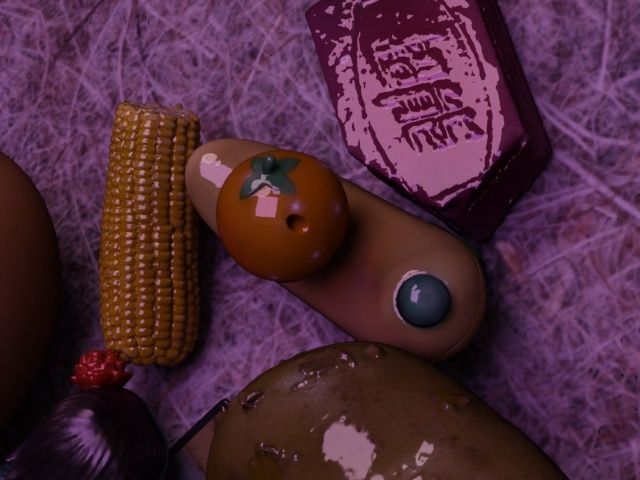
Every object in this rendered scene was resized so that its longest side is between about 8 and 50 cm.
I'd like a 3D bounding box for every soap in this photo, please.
[{"bbox_3d":[0.102,-0.120,1.443,0.162,0.099,0.250,-24,64,12],"label":"soap"}]

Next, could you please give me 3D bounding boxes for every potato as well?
[{"bbox_3d":[0.063,0.207,1.218,0.219,0.270,0.359,-44,26,-18],"label":"potato"}]

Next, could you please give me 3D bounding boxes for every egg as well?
[{"bbox_3d":[-0.404,0.072,1.527,0.301,0.301,0.374,25,82,32],"label":"egg"}]

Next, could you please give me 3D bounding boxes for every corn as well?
[{"bbox_3d":[-0.156,-0.006,1.508,0.093,0.093,0.244,4,95,29],"label":"corn"}]

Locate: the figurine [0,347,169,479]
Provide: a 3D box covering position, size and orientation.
[{"bbox_3d":[-0.245,0.215,1.493,0.245,0.110,0.138,-39,84,23],"label":"figurine"}]

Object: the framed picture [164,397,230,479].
[{"bbox_3d":[-0.134,0.347,1.459,0.347,0.016,0.265,-44,59,9],"label":"framed picture"}]

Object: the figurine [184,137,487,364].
[{"bbox_3d":[0.000,0.000,1.379,0.324,0.222,0.124,32,93,31],"label":"figurine"}]
